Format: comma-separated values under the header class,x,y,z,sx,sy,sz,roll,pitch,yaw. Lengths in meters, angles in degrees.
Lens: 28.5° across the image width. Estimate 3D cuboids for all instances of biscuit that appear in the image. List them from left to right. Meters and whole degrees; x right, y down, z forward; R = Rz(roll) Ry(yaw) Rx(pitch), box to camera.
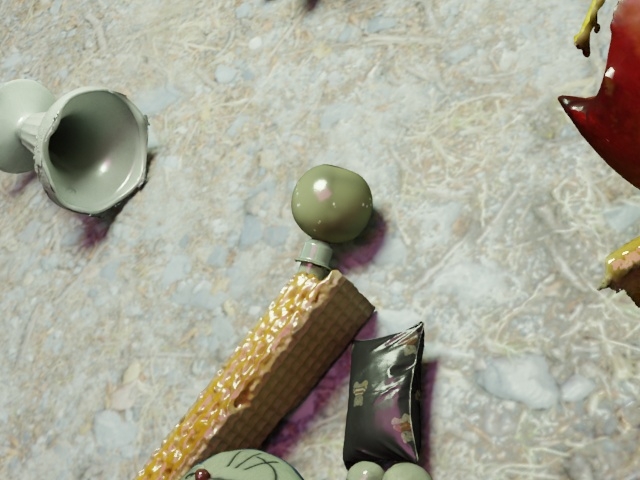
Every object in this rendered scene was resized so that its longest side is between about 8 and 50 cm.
class,x,y,z,sx,sy,sz,roll,pitch,yaw
biscuit,-0.092,0.188,1.311,0.054,0.094,0.379,32,80,39

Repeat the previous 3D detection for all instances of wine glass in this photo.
class,x,y,z,sx,sy,sz,roll,pitch,yaw
wine glass,-0.337,-0.128,1.612,0.196,0.165,0.165,18,71,40

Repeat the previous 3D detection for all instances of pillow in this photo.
class,x,y,z,sx,sy,sz,roll,pitch,yaw
pillow,0.063,0.159,1.270,0.090,0.048,0.150,-7,61,22

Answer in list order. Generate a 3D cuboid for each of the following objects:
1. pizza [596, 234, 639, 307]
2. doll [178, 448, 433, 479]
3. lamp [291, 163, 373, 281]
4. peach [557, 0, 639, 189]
class,x,y,z,sx,sy,sz,roll,pitch,yaw
pizza,0.356,0.031,1.118,0.292,0.197,0.058,-8,50,-20
doll,-0.040,0.279,1.181,0.258,0.154,0.228,16,38,25
lamp,0.000,0.000,1.393,0.091,0.091,0.163,15,85,35
peach,0.404,-0.199,1.122,0.310,0.335,0.406,25,56,7
